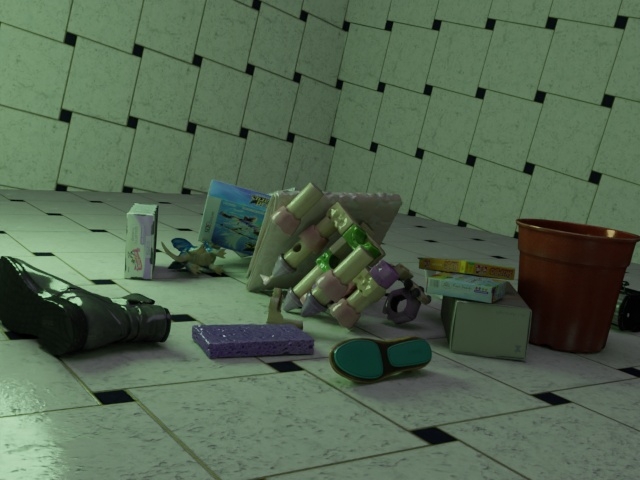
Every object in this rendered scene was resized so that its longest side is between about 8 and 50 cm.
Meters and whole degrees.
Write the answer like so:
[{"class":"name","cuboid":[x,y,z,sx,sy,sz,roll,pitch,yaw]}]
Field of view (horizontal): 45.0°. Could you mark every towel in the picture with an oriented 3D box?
[{"class":"towel","cuboid":[0.000,0.000,1.892,0.331,0.317,0.053,-1,47,-27]}]

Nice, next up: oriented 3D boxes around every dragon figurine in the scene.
[{"class":"dragon figurine","cuboid":[-0.350,0.040,2.046,0.144,0.085,0.289,10,5,36]}]

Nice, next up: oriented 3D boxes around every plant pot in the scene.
[{"class":"plant pot","cuboid":[0.563,0.101,1.753,0.272,0.265,0.272,6,8,-1]}]

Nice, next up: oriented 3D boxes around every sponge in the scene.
[{"class":"sponge","cuboid":[-0.128,0.186,1.449,0.210,0.031,0.117,2,10,-27]}]

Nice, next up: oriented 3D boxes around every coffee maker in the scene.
[{"class":"coffee maker","cuboid":[0.771,0.173,2.026,0.171,0.120,0.178,29,-3,-31]}]

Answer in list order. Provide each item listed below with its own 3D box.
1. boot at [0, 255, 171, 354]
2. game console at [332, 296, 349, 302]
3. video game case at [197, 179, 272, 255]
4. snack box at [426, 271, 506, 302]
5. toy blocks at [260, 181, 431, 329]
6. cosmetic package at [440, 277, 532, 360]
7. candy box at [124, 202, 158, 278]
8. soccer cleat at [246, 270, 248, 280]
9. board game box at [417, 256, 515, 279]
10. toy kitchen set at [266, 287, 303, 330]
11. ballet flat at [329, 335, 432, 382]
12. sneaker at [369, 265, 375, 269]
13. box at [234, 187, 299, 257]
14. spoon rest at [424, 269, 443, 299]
[{"class":"boot","cuboid":[-0.445,0.123,1.428,0.338,0.118,0.222,28,18,39]},{"class":"game console","cuboid":[0.056,0.108,1.941,0.144,0.124,0.085,-3,39,-46]},{"class":"video game case","cuboid":[-0.190,-0.044,2.119,0.269,0.061,0.244,15,-32,-7]},{"class":"snack box","cuboid":[0.303,0.096,1.606,0.141,0.037,0.100,9,10,28]},{"class":"toy blocks","cuboid":[0.022,0.089,1.728,0.309,0.260,0.289,32,16,-49]},{"class":"cosmetic package","cuboid":[0.358,0.162,1.709,0.160,0.113,0.309,6,8,3]},{"class":"candy box","cuboid":[-0.457,0.000,1.975,0.070,0.165,0.196,4,9,-10]},{"class":"soccer cleat","cuboid":[-0.114,0.053,2.001,0.179,0.060,0.072,-30,5,9]},{"class":"board game box","cuboid":[0.328,0.063,1.786,0.124,0.039,0.259,8,1,-17]},{"class":"toy kitchen set","cuboid":[-0.068,0.155,1.600,0.075,0.083,0.068,8,-33,6]},{"class":"ballet flat","cuboid":[0.096,0.214,1.368,0.232,0.080,0.073,4,-19,-35]},{"class":"sneaker","cuboid":[0.172,0.093,2.289,0.069,0.038,0.098,14,21,32]},{"class":"box","cuboid":[-0.155,-0.048,2.240,0.289,0.087,0.169,-10,-38,29]},{"class":"spoon rest","cuboid":[0.392,0.144,2.039,0.276,0.084,0.137,29,22,35]}]
